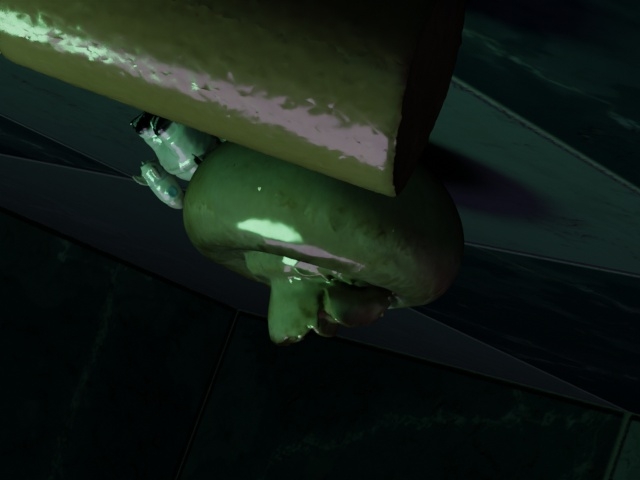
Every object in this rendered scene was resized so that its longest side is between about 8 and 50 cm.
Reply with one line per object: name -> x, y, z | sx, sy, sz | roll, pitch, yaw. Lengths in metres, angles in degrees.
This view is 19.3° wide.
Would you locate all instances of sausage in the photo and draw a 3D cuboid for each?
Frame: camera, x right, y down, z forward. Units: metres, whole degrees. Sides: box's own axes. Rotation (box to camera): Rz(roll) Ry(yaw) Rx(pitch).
sausage -> -0.058, -0.119, 0.981 | 0.253, 0.123, 0.123 | 19, 173, 8

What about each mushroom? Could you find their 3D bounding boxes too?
mushroom -> 0.000, 0.000, 1.494 | 0.226, 0.178, 0.226 | 14, 177, 1

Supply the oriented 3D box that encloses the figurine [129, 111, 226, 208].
figurine -> -0.067, -0.045, 1.653 | 0.229, 0.112, 0.137 | 39, 156, -29
